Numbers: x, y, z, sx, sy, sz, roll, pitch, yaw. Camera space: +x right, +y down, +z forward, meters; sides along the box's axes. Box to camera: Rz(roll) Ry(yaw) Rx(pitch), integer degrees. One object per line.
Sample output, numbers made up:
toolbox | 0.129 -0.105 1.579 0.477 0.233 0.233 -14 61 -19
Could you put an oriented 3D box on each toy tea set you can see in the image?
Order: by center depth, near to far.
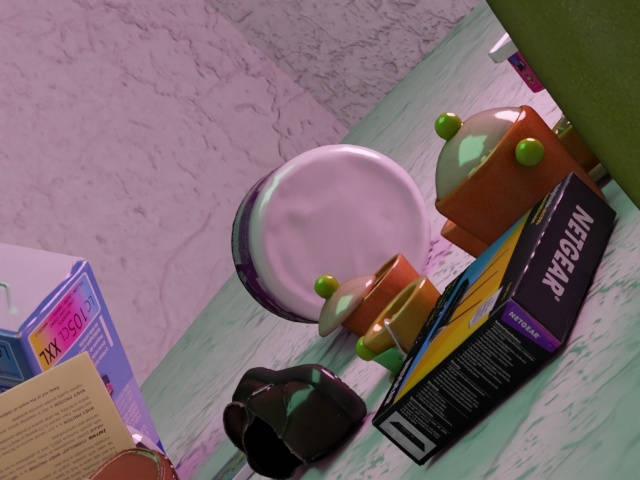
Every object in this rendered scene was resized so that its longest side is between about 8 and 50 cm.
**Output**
toy tea set | 0.090 -0.013 1.344 0.336 0.124 0.200 -45 6 35

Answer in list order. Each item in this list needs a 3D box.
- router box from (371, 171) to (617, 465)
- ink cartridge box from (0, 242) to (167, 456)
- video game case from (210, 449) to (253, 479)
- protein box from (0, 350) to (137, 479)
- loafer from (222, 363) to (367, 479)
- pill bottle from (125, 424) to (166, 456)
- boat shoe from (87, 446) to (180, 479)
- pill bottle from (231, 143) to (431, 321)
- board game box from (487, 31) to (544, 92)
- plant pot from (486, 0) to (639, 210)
router box | 0.111 0.046 1.143 0.133 0.046 0.179 -45 6 32
ink cartridge box | -0.351 0.196 2.162 0.270 0.395 0.151 9 44 32
video game case | -0.089 0.227 1.715 0.087 0.011 0.122 -48 5 1
protein box | -0.275 0.245 1.774 0.200 0.201 0.136 -27 -2 -16
loafer | -0.039 0.149 1.463 0.078 0.080 0.220 -50 5 -21
pill bottle | -0.258 0.305 1.972 0.208 0.119 0.119 -51 6 -37
boat shoe | -0.204 0.277 1.573 0.111 0.104 0.307 -1 38 22
pill bottle | 0.000 0.000 1.802 0.169 0.169 0.301 -49 4 -7
board game box | 0.339 -0.287 1.323 0.390 0.050 0.390 -32 11 42
plant pot | 0.177 -0.194 0.985 0.275 0.293 0.275 -48 5 5
